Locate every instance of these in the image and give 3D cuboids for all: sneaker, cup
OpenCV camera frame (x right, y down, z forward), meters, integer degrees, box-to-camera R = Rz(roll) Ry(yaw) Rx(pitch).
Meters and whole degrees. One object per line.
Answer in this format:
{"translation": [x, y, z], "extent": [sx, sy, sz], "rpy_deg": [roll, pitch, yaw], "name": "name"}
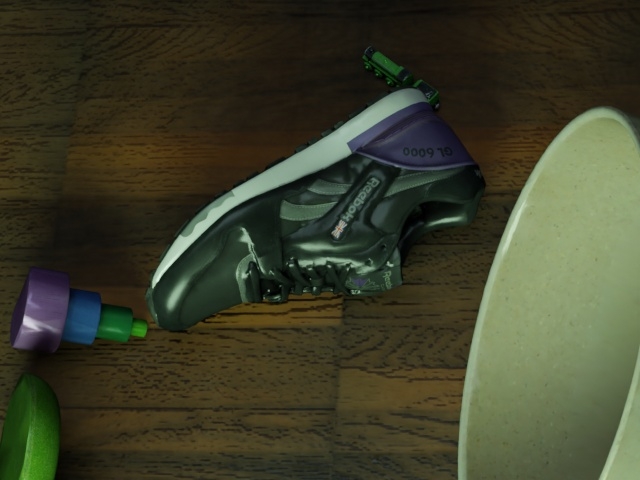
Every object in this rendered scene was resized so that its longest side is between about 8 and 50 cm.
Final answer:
{"translation": [0.000, 0.000, 1.495], "extent": [0.283, 0.107, 0.124], "rpy_deg": [-35, 68, -8], "name": "sneaker"}
{"translation": [0.261, 0.094, 1.302], "extent": [0.237, 0.331, 0.331], "rpy_deg": [12, 63, -12], "name": "cup"}

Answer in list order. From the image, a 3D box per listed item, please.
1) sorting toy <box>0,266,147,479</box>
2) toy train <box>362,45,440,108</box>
{"translation": [-0.180, 0.194, 1.446], "extent": [0.126, 0.127, 0.366], "rpy_deg": [10, 59, -17], "name": "sorting toy"}
{"translation": [0.067, -0.136, 1.593], "extent": [0.083, 0.024, 0.017], "rpy_deg": [38, 75, 24], "name": "toy train"}
